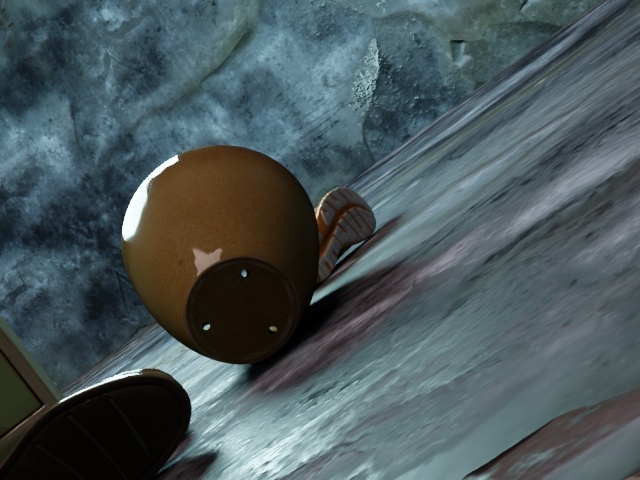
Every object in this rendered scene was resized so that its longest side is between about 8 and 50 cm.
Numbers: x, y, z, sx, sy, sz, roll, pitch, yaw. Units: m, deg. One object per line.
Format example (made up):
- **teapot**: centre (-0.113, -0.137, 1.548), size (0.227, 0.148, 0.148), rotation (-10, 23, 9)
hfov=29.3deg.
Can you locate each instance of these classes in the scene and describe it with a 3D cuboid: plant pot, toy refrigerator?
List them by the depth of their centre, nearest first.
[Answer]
- **toy refrigerator**: centre (-0.331, 0.170, 1.277), size (0.102, 0.270, 0.094), rotation (-37, 5, -8)
- **plant pot**: centre (-0.099, 0.038, 1.355), size (0.237, 0.237, 0.254), rotation (-37, 19, 3)

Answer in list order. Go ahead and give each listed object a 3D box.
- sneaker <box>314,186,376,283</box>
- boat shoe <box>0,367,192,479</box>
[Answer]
- **sneaker**: centre (0.000, 0.000, 1.675), size (0.083, 0.084, 0.215), rotation (-40, 2, 45)
- **boat shoe**: centre (-0.248, 0.218, 1.164), size (0.307, 0.111, 0.104), rotation (-37, 5, 7)
